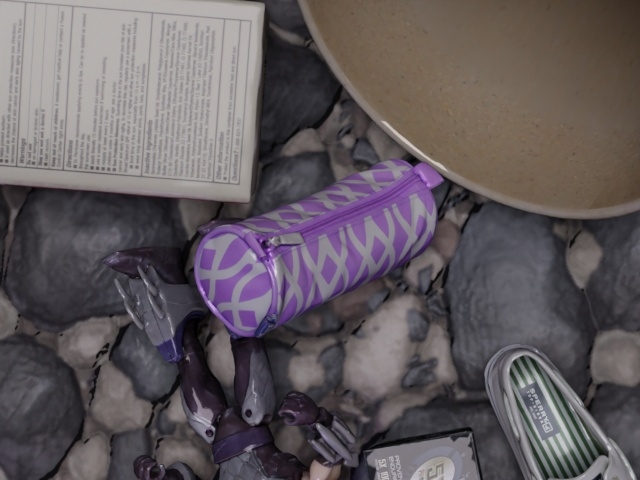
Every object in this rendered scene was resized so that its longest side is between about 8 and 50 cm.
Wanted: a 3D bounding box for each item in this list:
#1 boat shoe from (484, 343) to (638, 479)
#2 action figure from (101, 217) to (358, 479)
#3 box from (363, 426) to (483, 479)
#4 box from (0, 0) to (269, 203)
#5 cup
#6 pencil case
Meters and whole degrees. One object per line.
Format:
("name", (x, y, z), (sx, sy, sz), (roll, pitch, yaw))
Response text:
("boat shoe", (0.191, 0.182, 1.141), (0.083, 0.076, 0.226), (-35, 83, -1))
("action figure", (-0.067, 0.133, 1.146), (0.185, 0.099, 0.285), (-22, 76, 15))
("box", (0.085, 0.213, 1.092), (0.077, 0.180, 0.147), (-11, 82, 4))
("box", (-0.158, -0.114, 1.147), (0.232, 0.127, 0.149), (5, 97, -2))
("cup", (0.175, -0.214, 1.094), (0.331, 0.331, 0.237), (36, 60, 6))
("pencil case", (0.000, 0.000, 1.116), (0.086, 0.206, 0.088), (43, 130, 20))
